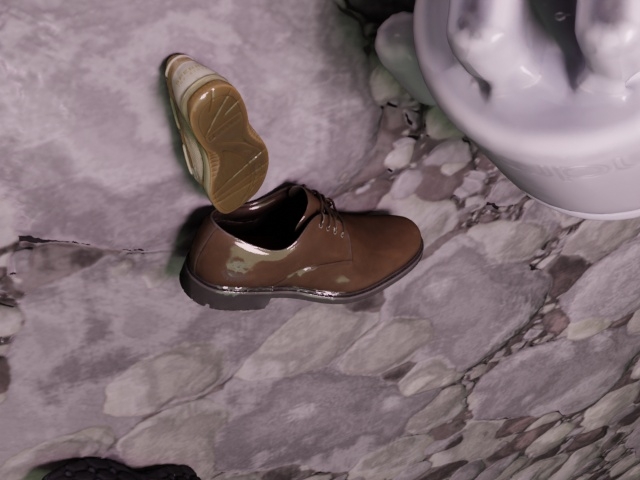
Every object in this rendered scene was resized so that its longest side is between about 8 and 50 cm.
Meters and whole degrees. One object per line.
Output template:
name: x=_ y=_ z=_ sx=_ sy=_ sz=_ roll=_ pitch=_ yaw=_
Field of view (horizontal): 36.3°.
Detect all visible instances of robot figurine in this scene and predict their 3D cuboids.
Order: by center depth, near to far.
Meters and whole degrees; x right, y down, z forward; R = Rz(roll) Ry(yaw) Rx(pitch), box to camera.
robot figurine: x=0.187 y=-0.126 z=0.671 sx=0.353 sy=0.300 sz=0.199 roll=21 pitch=77 yaw=-64

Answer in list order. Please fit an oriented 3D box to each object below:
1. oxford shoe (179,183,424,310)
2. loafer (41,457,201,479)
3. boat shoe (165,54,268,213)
oxford shoe: x=0.000 y=0.000 z=0.827 sx=0.227 sy=0.083 sz=0.096 roll=-8 pitch=135 yaw=-31
loafer: x=-0.210 y=0.280 z=1.030 sx=0.078 sy=0.076 sz=0.223 roll=-50 pitch=146 yaw=14
boat shoe: x=-0.078 y=-0.075 z=0.714 sx=0.056 sy=0.048 sz=0.153 roll=-38 pitch=154 yaw=-10
